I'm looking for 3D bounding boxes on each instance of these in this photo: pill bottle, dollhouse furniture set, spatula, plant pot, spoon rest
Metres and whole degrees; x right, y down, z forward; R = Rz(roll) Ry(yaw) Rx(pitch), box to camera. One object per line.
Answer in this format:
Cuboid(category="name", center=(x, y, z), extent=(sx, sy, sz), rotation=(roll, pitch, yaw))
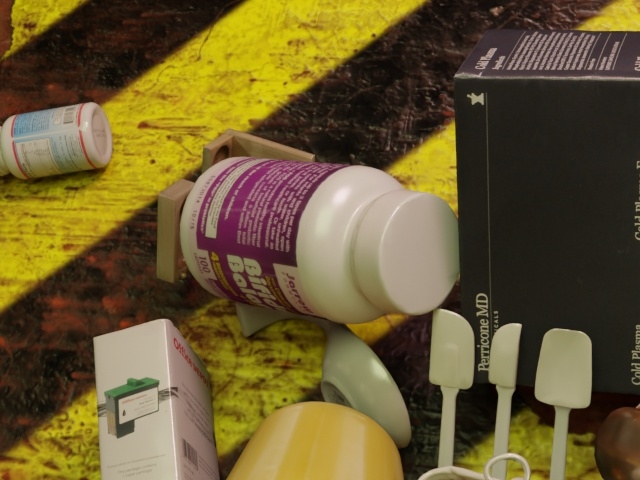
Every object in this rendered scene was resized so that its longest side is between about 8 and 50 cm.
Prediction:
Cuboid(category="pill bottle", center=(0.000, 0.000, 1.474), extent=(0.302, 0.169, 0.169), rotation=(8, 62, 47))
Cuboid(category="dollhouse furniture set", center=(-0.101, -0.028, 1.635), extent=(0.123, 0.144, 0.151), rotation=(18, 32, 23))
Cuboid(category="spatula", center=(0.190, 0.193, 1.410), extent=(0.168, 0.242, 0.019), rotation=(7, 20, 17))
Cuboid(category="pill bottle", center=(-0.360, -0.127, 1.791), extent=(0.160, 0.087, 0.087), rotation=(-8, 60, 11))
Cuboid(category="plant pot", center=(-0.011, 0.300, 1.369), extent=(0.254, 0.254, 0.239), rotation=(-4, 34, 13))
Cuboid(category="spoon rest", center=(0.015, 0.132, 1.536), extent=(0.084, 0.137, 0.276), rotation=(-32, 44, -23))

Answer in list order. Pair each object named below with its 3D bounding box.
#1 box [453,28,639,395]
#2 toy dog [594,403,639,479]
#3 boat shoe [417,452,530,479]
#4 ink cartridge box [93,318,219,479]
Cuboid(category="box", center=(0.308, -0.030, 1.392), extent=(0.313, 0.343, 0.179), rotation=(3, 24, 16))
Cuboid(category="toy dog", center=(0.434, 0.175, 1.167), extent=(0.408, 0.285, 0.395), rotation=(-30, 70, 38))
Cuboid(category="boat shoe", center=(0.192, 0.274, 1.269), extent=(0.136, 0.156, 0.367), rotation=(-38, 18, -15))
Cuboid(category="ink cartridge box", center=(-0.177, 0.220, 1.509), extent=(0.093, 0.160, 0.219), rotation=(-14, 58, 8))
